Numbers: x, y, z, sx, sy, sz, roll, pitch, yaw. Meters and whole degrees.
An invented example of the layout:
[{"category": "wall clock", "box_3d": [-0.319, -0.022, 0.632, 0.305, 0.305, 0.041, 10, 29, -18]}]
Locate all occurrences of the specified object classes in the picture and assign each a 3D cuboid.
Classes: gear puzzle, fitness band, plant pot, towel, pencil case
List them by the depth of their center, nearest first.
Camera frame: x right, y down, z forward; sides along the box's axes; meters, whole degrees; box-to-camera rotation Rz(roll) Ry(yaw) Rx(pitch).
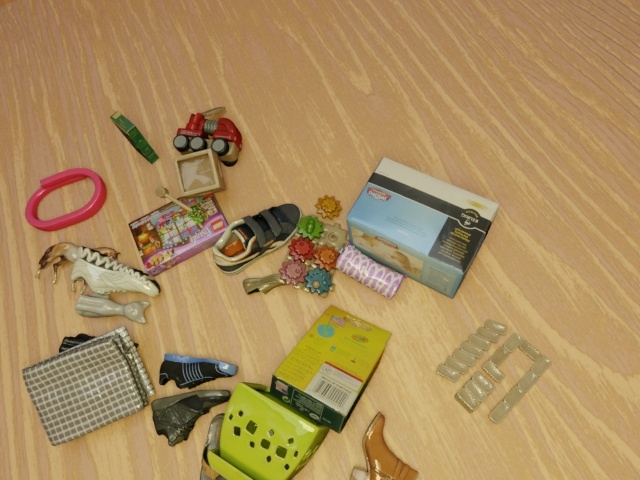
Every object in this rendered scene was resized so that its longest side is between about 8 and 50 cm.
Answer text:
[{"category": "plant pot", "box_3d": [-0.128, 0.495, 1.116, 0.228, 0.227, 0.207, 25, 77, 18]}, {"category": "towel", "box_3d": [-0.632, 0.398, 1.244, 0.284, 0.121, 0.234, -22, 91, -4]}, {"category": "pencil case", "box_3d": [0.141, 0.089, 1.324, 0.206, 0.086, 0.088, 32, 66, 8]}, {"category": "gear puzzle", "box_3d": [0.000, 0.000, 1.393, 0.176, 0.044, 0.338, 20, 64, 0]}, {"category": "fitness band", "box_3d": [-0.905, -0.147, 1.612, 0.291, 0.054, 0.208, -21, 65, -1]}]

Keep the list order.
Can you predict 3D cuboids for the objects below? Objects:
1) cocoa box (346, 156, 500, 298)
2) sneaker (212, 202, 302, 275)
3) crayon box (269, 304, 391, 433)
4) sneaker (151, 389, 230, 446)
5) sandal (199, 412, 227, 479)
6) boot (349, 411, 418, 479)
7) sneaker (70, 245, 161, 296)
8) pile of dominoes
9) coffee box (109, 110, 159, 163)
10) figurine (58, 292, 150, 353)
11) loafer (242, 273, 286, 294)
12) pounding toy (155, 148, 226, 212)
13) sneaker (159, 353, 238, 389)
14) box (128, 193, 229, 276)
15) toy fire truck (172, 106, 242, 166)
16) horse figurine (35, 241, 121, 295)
[{"category": "cocoa box", "box_3d": [0.278, -0.032, 1.291, 0.347, 0.231, 0.227, 26, 72, 18]}, {"category": "sneaker", "box_3d": [-0.192, -0.020, 1.414, 0.321, 0.127, 0.126, -40, 65, -12]}, {"category": "crayon box", "box_3d": [0.038, 0.319, 1.191, 0.202, 0.081, 0.318, 24, 36, 19]}, {"category": "sneaker", "box_3d": [-0.345, 0.476, 1.229, 0.228, 0.087, 0.130, -15, 66, 4]}, {"category": "sandal", "box_3d": [-0.270, 0.567, 1.187, 0.090, 0.060, 0.219, 0, 65, 8]}, {"category": "boot", "box_3d": [0.171, 0.546, 1.133, 0.153, 0.073, 0.197, 18, 78, 14]}, {"category": "sneaker", "box_3d": [-0.637, 0.122, 1.414, 0.292, 0.110, 0.118, 22, 79, 7]}, {"category": "pile of dominoes", "box_3d": [0.456, 0.343, 1.215, 0.251, 0.040, 0.196, -37, 65, -19]}, {"category": "coffee box", "box_3d": [-0.653, -0.360, 1.601, 0.113, 0.184, 0.040, 39, 75, 22]}, {"category": "figurine", "box_3d": [-0.637, 0.266, 1.373, 0.210, 0.092, 0.214, 8, 66, 2]}, {"category": "loafer", "box_3d": [-0.163, 0.137, 1.377, 0.148, 0.056, 0.050, -9, 67, 12]}, {"category": "pounding toy", "box_3d": [-0.420, -0.177, 1.470, 0.206, 0.094, 0.180, -14, 89, 3]}, {"category": "sneaker", "box_3d": [-0.345, 0.377, 1.280, 0.233, 0.081, 0.090, 2, 68, 16]}, {"category": "box", "box_3d": [-0.460, -0.037, 1.494, 0.293, 0.057, 0.200, -29, 65, -6]}, {"category": "toy fire truck", "box_3d": [-0.376, -0.397, 1.616, 0.217, 0.158, 0.246, 8, 77, 12]}, {"category": "horse figurine", "box_3d": [-0.815, 0.072, 1.491, 0.264, 0.066, 0.174, 17, 75, 13]}]
